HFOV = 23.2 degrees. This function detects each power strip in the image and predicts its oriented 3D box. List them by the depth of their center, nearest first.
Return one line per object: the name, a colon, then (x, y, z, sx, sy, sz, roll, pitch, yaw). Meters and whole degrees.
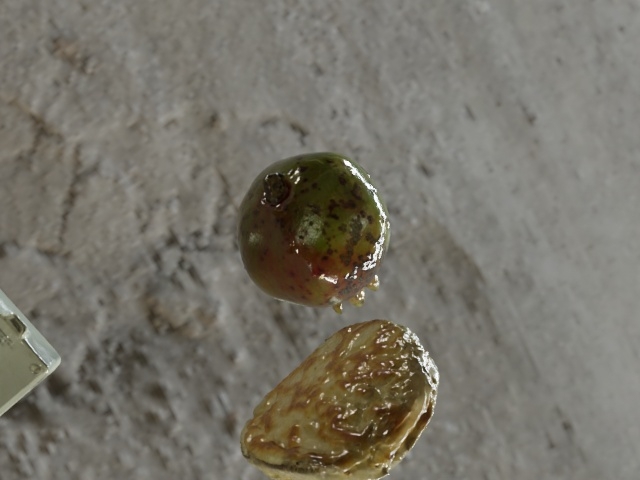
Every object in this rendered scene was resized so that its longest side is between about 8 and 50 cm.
power strip: (-0.397, 0.180, 1.436, 0.106, 0.367, 0.043, 49, 15, -4)

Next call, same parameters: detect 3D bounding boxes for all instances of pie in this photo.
pie: (0.023, 0.158, 1.444, 0.084, 0.205, 0.179, 48, 62, -22)

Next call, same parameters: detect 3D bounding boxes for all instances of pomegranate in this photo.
pomegranate: (-0.011, 0.004, 1.945, 0.198, 0.246, 0.198, 3, 52, -4)
